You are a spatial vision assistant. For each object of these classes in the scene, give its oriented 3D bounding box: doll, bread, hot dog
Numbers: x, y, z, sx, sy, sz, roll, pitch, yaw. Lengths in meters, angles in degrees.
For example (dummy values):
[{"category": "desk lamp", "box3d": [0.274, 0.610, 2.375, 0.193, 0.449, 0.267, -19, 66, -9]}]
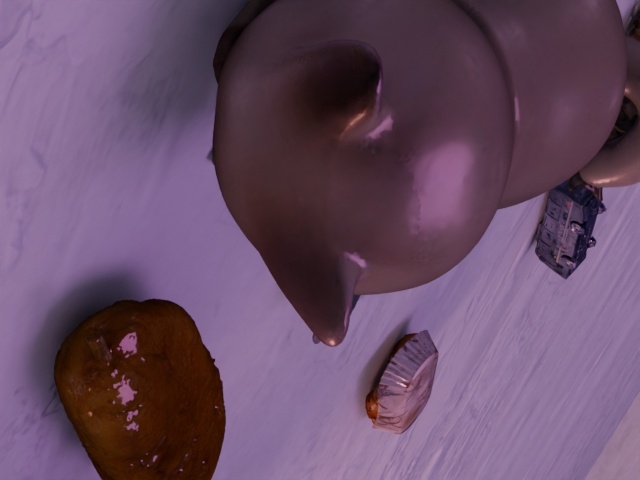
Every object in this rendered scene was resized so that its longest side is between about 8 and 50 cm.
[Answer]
[{"category": "doll", "box3d": [0.066, -0.096, 1.196, 0.370, 0.226, 0.215, -23, 136, -49]}, {"category": "bread", "box3d": [-0.134, 0.113, 1.330, 0.344, 0.084, 0.124, 73, 34, -69]}, {"category": "hot dog", "box3d": [0.090, 0.160, 2.049, 0.099, 0.053, 0.192, -46, 165, -16]}]

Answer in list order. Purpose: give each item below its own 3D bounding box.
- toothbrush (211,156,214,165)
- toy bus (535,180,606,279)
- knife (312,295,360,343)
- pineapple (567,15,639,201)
[{"category": "toothbrush", "box3d": [-0.026, -0.063, 1.364, 0.017, 0.022, 0.204, -55, 162, 19]}, {"category": "toy bus", "box3d": [0.295, -0.020, 2.198, 0.047, 0.065, 0.166, -45, 159, -25]}, {"category": "knife", "box3d": [-0.002, -0.001, 1.482, 0.278, 0.053, 0.123, 61, 50, -71]}, {"category": "pineapple", "box3d": [0.348, -0.152, 1.996, 0.248, 0.128, 0.128, -52, 163, 14]}]
